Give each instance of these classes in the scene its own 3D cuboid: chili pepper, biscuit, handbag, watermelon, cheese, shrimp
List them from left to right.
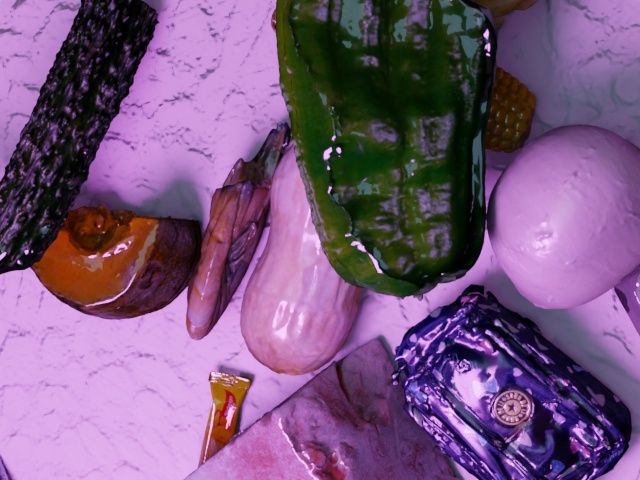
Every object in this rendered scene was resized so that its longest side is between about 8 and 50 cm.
[{"bbox_3d":[-0.128,0.292,1.949,0.048,0.026,0.291,10,97,-4],"label":"biscuit"},{"bbox_3d":[-0.101,-0.012,1.856,0.059,0.145,0.254,23,100,7],"label":"shrimp"},{"bbox_3d":[0.010,0.246,1.855,0.310,0.193,0.231,21,120,24],"label":"watermelon"},{"bbox_3d":[0.061,-0.129,1.688,0.213,0.167,0.384,-12,96,-24],"label":"chili pepper"},{"bbox_3d":[0.197,0.176,1.802,0.260,0.113,0.162,44,111,2],"label":"handbag"},{"bbox_3d":[0.256,-0.024,1.721,0.198,0.189,0.154,-44,51,10],"label":"cheese"}]

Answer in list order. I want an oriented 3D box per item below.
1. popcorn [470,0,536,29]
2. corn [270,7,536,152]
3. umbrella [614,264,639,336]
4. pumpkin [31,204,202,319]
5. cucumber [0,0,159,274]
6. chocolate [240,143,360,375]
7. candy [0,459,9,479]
[{"bbox_3d":[0.158,-0.332,1.744,0.256,0.195,0.254,-11,100,17],"label":"popcorn"},{"bbox_3d":[0.089,-0.187,1.815,0.305,0.106,0.106,31,102,9],"label":"corn"},{"bbox_3d":[0.409,0.166,1.759,0.067,0.073,0.337,-33,83,39],"label":"umbrella"},{"bbox_3d":[-0.267,0.022,1.918,0.248,0.131,0.126,8,96,18],"label":"pumpkin"},{"bbox_3d":[-0.281,-0.108,1.849,0.096,0.096,0.359,14,69,15],"label":"cucumber"},{"bbox_3d":[0.000,0.000,1.838,0.134,0.134,0.309,16,98,15],"label":"chocolate"},{"bbox_3d":[-0.396,0.313,2.023,0.088,0.038,0.136,-37,74,12],"label":"candy"}]
